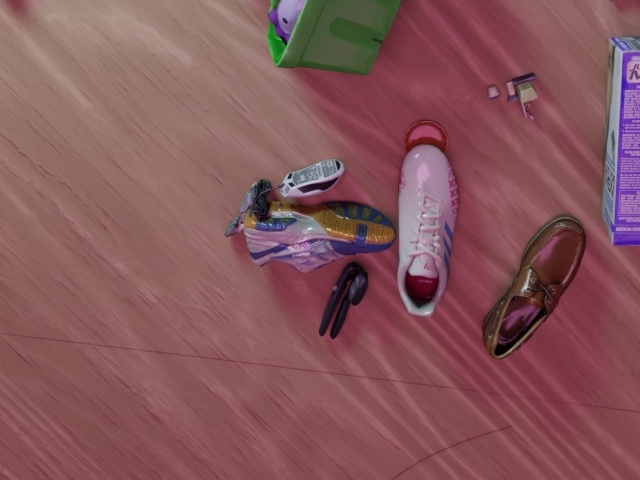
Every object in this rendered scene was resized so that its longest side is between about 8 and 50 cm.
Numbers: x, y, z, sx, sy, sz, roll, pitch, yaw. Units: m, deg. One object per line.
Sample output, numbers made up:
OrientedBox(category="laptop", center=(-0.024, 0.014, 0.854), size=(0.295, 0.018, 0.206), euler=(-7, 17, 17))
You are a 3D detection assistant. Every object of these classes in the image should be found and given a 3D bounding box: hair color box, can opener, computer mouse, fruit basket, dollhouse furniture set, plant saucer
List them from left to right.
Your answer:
OrientedBox(category="fruit basket", center=(-0.037, -0.499, 1.633), size=(0.392, 0.283, 0.391), euler=(-3, 116, -7))
OrientedBox(category="computer mouse", center=(-0.041, -0.102, 1.849), size=(0.193, 0.106, 0.042), euler=(-17, 124, 6))
OrientedBox(category="can opener", center=(0.041, 0.123, 1.927), size=(0.059, 0.073, 0.186), euler=(24, 120, -8))
OrientedBox(category="plant saucer", center=(0.200, -0.187, 1.818), size=(0.084, 0.013, 0.083), euler=(3, 110, 9))
OrientedBox(category="dollhouse furniture set", center=(0.356, -0.240, 1.724), size=(0.091, 0.114, 0.081), euler=(-16, 110, 11))
OrientedBox(category="hair color box", center=(0.557, -0.177, 1.674), size=(0.110, 0.185, 0.338), euler=(2, 109, 10))

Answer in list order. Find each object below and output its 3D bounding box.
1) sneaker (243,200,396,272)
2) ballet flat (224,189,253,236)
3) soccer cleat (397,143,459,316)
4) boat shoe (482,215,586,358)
OrientedBox(category="sneaker", center=(0.000, 0.000, 1.880), size=(0.297, 0.112, 0.130), euler=(5, 126, 9))
OrientedBox(category="ballet flat", center=(-0.151, -0.046, 1.906), size=(0.041, 0.041, 0.114), euler=(31, 110, -2))
OrientedBox(category="soccer cleat", center=(0.203, -0.011, 1.804), size=(0.116, 0.143, 0.331), euler=(1, 111, 7))
OrientedBox(category="boat shoe", center=(0.417, 0.100, 1.834), size=(0.111, 0.104, 0.307), euler=(26, 111, 0))
